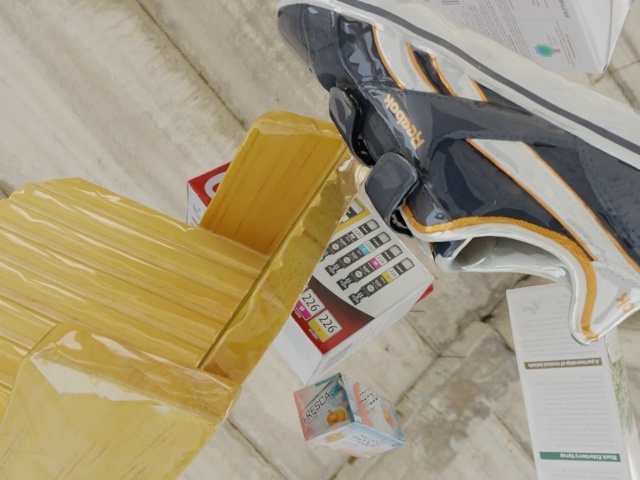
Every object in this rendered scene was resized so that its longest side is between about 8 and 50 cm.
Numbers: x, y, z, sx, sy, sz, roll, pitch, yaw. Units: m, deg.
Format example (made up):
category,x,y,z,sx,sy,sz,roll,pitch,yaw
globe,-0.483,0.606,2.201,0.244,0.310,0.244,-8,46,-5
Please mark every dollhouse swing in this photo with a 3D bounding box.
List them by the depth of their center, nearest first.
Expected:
category,x,y,z,sx,sy,sz,roll,pitch,yaw
dollhouse swing,-0.179,-0.004,0.505,0.305,0.315,0.347,35,-140,-3

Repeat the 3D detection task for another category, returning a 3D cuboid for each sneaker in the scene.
category,x,y,z,sx,sy,sz,roll,pitch,yaw
sneaker,0.070,-0.062,0.376,0.321,0.126,0.127,36,-86,26

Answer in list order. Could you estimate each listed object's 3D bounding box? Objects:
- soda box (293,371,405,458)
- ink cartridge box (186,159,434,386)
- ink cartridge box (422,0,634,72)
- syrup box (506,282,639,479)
category,x,y,z,sx,sy,sz,roll,pitch,yaw
soda box,0.039,0.211,0.689,0.063,0.183,0.058,-26,-122,13
ink cartridge box,0.000,0.000,0.861,0.272,0.130,0.309,-31,-110,-28
ink cartridge box,0.246,-0.410,0.925,0.270,0.395,0.151,36,-104,-45
syrup box,0.277,0.163,0.631,0.093,0.096,0.237,3,-102,-55
